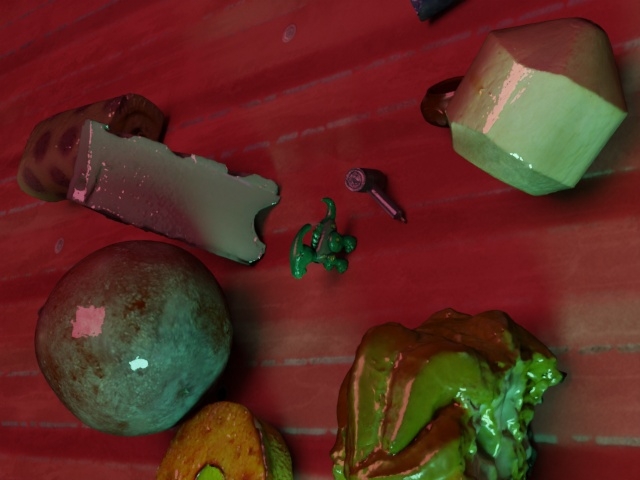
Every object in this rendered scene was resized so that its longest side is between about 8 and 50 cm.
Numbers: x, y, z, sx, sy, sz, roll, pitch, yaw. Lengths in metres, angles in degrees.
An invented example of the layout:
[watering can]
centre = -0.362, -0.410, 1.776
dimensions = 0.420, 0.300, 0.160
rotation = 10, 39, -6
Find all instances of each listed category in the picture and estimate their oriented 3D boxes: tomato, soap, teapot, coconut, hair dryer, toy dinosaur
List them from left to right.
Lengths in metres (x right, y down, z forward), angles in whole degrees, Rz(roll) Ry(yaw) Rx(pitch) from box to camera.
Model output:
[tomato]
centre = -0.292, 0.152, 1.697
dimensions = 0.282, 0.316, 0.317
rotation = 38, 101, 34
[soap]
centre = -0.260, -0.086, 1.821
dimensions = 0.302, 0.257, 0.159
rotation = 12, 79, 49
[toy dinosaur]
centre = 0.000, 0.000, 1.613
dimensions = 0.059, 0.096, 0.132
rotation = 6, 79, 48
[hair dryer]
centre = 0.092, -0.064, 1.584
dimensions = 0.114, 0.063, 0.037
rotation = 47, 115, 25
[teapot]
centre = 0.194, -0.185, 1.513
dimensions = 0.098, 0.078, 0.129
rotation = -31, 22, -22
[coconut]
centre = 0.271, -0.174, 1.319
dimensions = 0.222, 0.202, 0.202
rotation = -57, 40, 13

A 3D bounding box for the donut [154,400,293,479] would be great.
[donut]
centre = -0.135, 0.321, 1.600
dimensions = 0.259, 0.101, 0.152
rotation = -15, 60, 44

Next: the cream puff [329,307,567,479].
[cream puff]
centre = 0.113, 0.217, 1.249
dimensions = 0.274, 0.269, 0.324
rotation = -16, 59, 49

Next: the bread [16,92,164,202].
[bread]
centre = -0.483, -0.187, 2.201
dimensions = 0.338, 0.155, 0.187
rotation = -6, 62, 47

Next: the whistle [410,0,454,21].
[whistle]
centre = 0.252, -0.425, 1.571
dimensions = 0.304, 0.062, 0.062
rotation = -30, 51, 36
